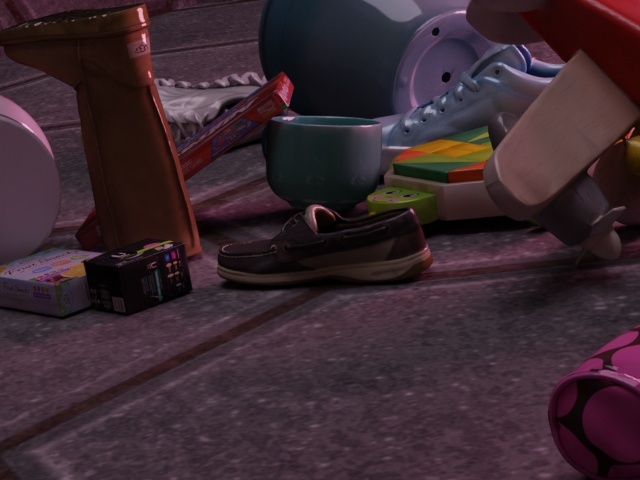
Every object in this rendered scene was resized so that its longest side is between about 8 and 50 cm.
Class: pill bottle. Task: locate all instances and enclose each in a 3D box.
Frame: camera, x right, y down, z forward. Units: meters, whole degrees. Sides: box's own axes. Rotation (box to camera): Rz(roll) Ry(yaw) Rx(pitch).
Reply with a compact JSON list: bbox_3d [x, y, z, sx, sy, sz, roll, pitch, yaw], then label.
[{"bbox_3d":[-0.414,-0.076,2.056,0.210,0.210,0.363,-14,14,-19],"label":"pill bottle"}]

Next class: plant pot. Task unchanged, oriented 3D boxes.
[{"bbox_3d":[0.098,-0.244,2.366,0.272,0.271,0.255,-16,29,-27],"label":"plant pot"}]

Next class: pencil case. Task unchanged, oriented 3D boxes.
[{"bbox_3d":[0.241,0.092,1.219,0.098,0.095,0.209,25,32,30],"label":"pencil case"}]

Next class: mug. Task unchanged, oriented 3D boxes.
[{"bbox_3d":[0.002,-0.088,2.060,0.129,0.097,0.158,1,8,-6],"label":"mug"}]

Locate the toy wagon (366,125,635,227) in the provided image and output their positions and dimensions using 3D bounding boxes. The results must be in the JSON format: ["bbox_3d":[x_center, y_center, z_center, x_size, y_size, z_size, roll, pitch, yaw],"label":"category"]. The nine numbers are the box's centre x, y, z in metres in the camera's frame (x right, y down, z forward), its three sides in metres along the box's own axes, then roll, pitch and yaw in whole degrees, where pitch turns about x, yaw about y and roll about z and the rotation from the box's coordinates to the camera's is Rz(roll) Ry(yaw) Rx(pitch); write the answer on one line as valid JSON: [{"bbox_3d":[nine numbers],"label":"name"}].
[{"bbox_3d":[0.178,-0.066,1.943,0.344,0.068,0.267,-16,15,-29],"label":"toy wagon"}]

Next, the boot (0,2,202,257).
[{"bbox_3d":[-0.243,-0.111,1.972,0.089,0.269,0.236,-22,17,-38],"label":"boot"}]

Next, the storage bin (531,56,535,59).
[{"bbox_3d":[0.281,-0.186,2.344,0.091,0.098,0.135,-2,11,-16],"label":"storage bin"}]

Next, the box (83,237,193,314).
[{"bbox_3d":[-0.178,0.034,1.790,0.083,0.052,0.062,-22,19,-39],"label":"box"}]

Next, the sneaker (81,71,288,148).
[{"bbox_3d":[-0.184,-0.166,2.532,0.292,0.110,0.118,-12,23,-12],"label":"sneaker"}]

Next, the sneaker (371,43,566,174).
[{"bbox_3d":[0.196,-0.166,2.170,0.366,0.150,0.135,-7,13,9],"label":"sneaker"}]

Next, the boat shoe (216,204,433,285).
[{"bbox_3d":[0.000,0.000,1.769,0.223,0.073,0.080,-2,15,26],"label":"boat shoe"}]

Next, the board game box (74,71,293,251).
[{"bbox_3d":[-0.152,-0.092,2.082,0.281,0.027,0.145,-35,11,9],"label":"board game box"}]

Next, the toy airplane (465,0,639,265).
[{"bbox_3d":[0.298,-0.137,1.729,0.386,0.272,0.384,-1,40,-14],"label":"toy airplane"}]

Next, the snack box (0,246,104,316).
[{"bbox_3d":[-0.265,0.040,1.850,0.100,0.037,0.141,-19,17,-40],"label":"snack box"}]
